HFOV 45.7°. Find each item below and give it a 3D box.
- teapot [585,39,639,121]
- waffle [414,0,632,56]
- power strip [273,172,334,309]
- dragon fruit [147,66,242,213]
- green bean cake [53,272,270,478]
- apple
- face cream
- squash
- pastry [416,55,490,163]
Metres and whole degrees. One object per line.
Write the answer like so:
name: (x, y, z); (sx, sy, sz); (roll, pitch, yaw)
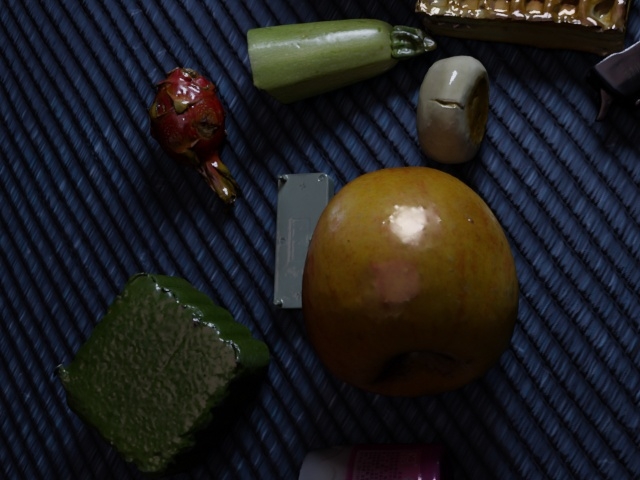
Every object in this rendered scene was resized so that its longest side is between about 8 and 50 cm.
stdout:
teapot: (0.456, -0.231, 1.068); (0.177, 0.087, 0.096); (-33, 83, 10)
waffle: (0.316, -0.400, 1.133); (0.308, 0.091, 0.213); (13, 86, 20)
power strip: (0.000, 0.000, 1.184); (0.145, 0.061, 0.215); (-2, 82, 18)
dragon fruit: (-0.198, -0.160, 1.247); (0.125, 0.125, 0.246); (-26, 95, 42)
green bean cake: (-0.238, 0.204, 1.175); (0.247, 0.156, 0.250); (35, 93, 17)
apple: (0.115, 0.055, 1.025); (0.299, 0.299, 0.275); (-20, 53, 13)
face cream: (0.081, 0.368, 1.043); (0.195, 0.175, 0.175); (-6, 80, 15)
squash: (0.035, -0.293, 1.207); (0.287, 0.137, 0.137); (-9, 79, 1)
pastry: (0.191, -0.191, 1.107); (0.092, 0.156, 0.156); (5, 83, 22)
